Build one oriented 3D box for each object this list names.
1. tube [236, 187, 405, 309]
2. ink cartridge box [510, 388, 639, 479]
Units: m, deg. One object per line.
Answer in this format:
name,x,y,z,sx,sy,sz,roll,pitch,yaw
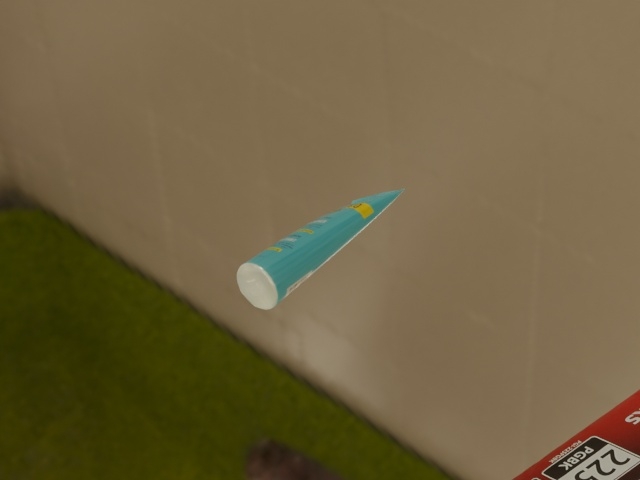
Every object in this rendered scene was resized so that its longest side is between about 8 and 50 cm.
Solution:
tube,0.000,0.000,1.821,0.080,0.207,0.052,-6,112,45
ink cartridge box,0.202,0.209,0.886,0.272,0.309,0.130,25,139,50
